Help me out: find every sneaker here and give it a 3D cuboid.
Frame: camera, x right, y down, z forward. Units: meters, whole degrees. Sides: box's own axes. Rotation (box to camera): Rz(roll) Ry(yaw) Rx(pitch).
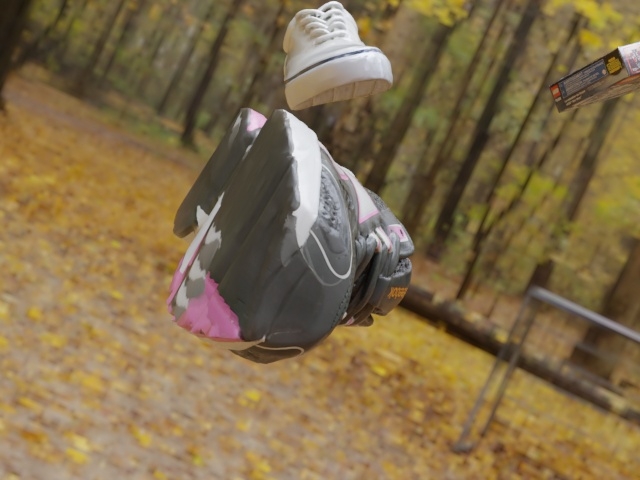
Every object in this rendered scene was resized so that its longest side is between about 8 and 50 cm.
[{"bbox_3d":[0.002,-0.170,1.339,0.094,0.091,0.258,-12,6,-10],"label":"sneaker"},{"bbox_3d":[0.000,0.000,0.488,0.077,0.072,0.178,29,12,-11],"label":"sneaker"}]

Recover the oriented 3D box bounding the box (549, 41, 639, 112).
[{"bbox_3d":[0.270,-0.145,1.214,0.137,0.027,0.094,-17,-5,-31],"label":"box"}]
